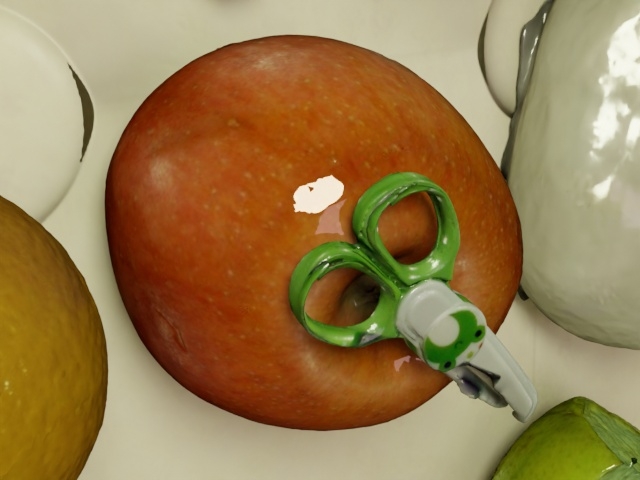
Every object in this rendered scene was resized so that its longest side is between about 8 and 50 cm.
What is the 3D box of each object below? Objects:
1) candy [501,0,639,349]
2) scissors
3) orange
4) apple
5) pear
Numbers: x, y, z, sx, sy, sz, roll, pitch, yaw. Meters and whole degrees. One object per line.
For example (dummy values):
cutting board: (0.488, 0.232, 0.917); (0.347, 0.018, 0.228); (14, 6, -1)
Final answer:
candy: (0.347, -0.115, 0.898); (0.386, 0.186, 0.427); (-6, 102, -33)
scissors: (0.070, 0.048, 0.557); (0.101, 0.027, 0.204); (-46, 128, 2)
orange: (-0.221, 0.067, 0.467); (0.236, 0.236, 0.236); (-12, 110, -36)
apple: (0.000, 0.000, 0.633); (0.251, 0.206, 0.272); (-49, 129, -13)
pear: (0.230, 0.278, 0.952); (0.288, 0.139, 0.239); (27, 100, -44)
